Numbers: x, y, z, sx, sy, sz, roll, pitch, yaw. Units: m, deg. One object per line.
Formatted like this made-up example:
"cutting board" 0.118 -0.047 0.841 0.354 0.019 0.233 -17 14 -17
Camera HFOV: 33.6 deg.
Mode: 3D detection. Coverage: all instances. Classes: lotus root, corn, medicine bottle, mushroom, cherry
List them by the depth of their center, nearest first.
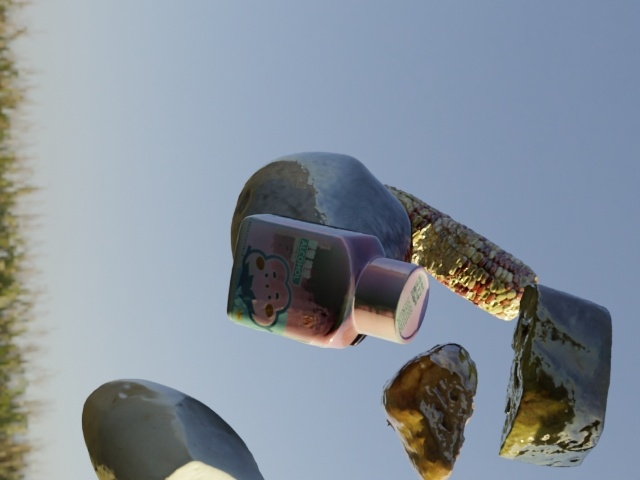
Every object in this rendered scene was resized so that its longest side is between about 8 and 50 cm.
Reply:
"mushroom" -0.142 0.162 0.878 0.103 0.118 0.270 -51 -154 -9
"medicine bottle" 0.009 0.046 1.073 0.188 0.094 0.119 13 -84 27
"lotus root" 0.113 0.181 1.125 0.135 0.095 0.159 96 8 -82
"lotus root" 0.303 0.167 1.359 0.138 0.119 0.235 93 9 -69
"cherry" 0.000 0.000 1.444 0.218 0.255 0.296 -45 -167 35
"corn" 0.195 0.014 1.610 0.290 0.098 0.098 35 -39 12
